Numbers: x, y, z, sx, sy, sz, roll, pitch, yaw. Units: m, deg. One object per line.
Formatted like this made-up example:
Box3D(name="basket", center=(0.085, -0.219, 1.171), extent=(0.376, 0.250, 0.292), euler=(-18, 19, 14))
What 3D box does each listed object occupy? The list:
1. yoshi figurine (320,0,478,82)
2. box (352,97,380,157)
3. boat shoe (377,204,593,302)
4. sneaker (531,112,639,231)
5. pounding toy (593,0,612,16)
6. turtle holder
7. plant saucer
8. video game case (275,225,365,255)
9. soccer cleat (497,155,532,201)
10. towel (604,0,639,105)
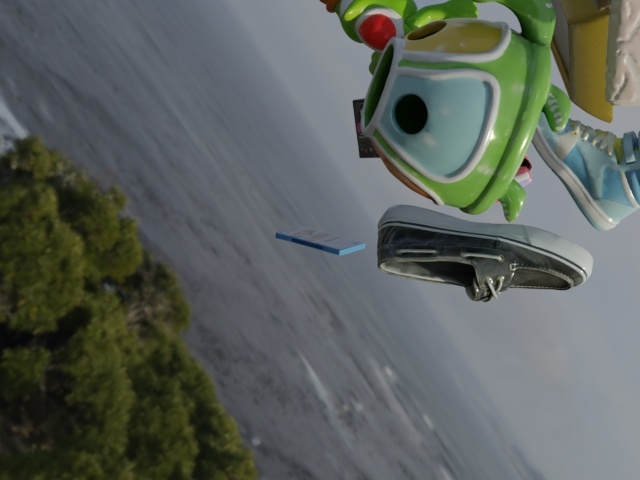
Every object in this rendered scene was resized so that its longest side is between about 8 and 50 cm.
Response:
Box3D(name="yoshi figurine", center=(0.161, -0.337, 1.749), extent=(0.362, 0.203, 0.203), euler=(57, -3, 19))
Box3D(name="box", center=(0.210, -0.264, 2.347), extent=(0.247, 0.163, 0.142), euler=(6, -74, 57))
Box3D(name="boat shoe", center=(0.246, 0.041, 1.622), extent=(0.121, 0.335, 0.119), euler=(89, 13, -62))
Box3D(name="sneaker", center=(0.541, -0.190, 2.015), extent=(0.319, 0.208, 0.127), euler=(50, 35, -13))
Box3D(name="pounding toy", center=(0.532, -0.376, 1.718), extent=(0.181, 0.094, 0.206), euler=(53, 6, -44))
Box3D(name="turtle holder", center=(0.192, -0.195, 1.392), extent=(0.227, 0.320, 0.243), euler=(17, 47, -9))
Box3D(name="plant saucer", center=(0.526, -0.457, 2.196), extent=(0.333, 0.081, 0.333), euler=(70, 9, -53))
Box3D(name="video game case", center=(0.000, 0.000, 2.336), extent=(0.166, 0.015, 0.119), euler=(15, 15, 27))
Box3D(name="soccer cleat", center=(0.317, -0.130, 1.779), extent=(0.248, 0.095, 0.083), euler=(-57, 128, -63))
Box3D(name="towel", center=(0.573, -0.357, 1.501), extent=(0.053, 0.317, 0.332), euler=(-81, 168, -63))
